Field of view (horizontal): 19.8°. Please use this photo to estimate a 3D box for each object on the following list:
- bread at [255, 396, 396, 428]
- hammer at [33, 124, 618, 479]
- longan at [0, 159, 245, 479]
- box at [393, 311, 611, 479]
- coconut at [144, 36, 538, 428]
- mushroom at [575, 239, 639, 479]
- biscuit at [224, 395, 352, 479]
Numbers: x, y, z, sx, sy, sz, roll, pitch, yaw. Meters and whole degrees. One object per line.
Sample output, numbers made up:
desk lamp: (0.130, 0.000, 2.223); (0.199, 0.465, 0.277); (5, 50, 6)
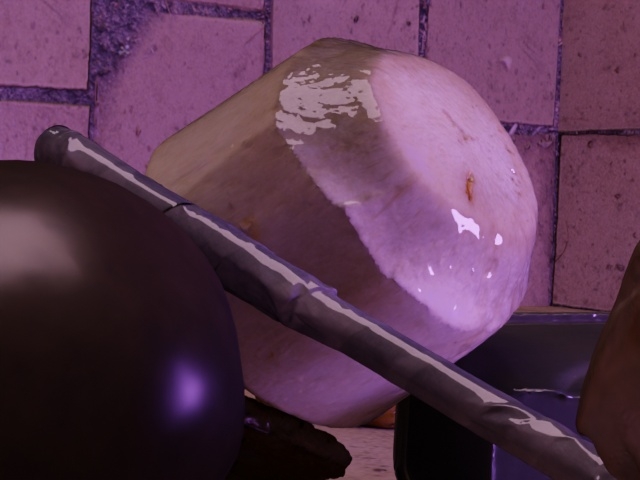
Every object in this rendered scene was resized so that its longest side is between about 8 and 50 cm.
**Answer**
bread: (0.051, 0.123, 1.666); (0.236, 0.070, 0.236); (1, 1, 0)
hammer: (0.011, 0.048, 0.868); (0.427, 0.152, 0.044); (27, 57, 34)
longan: (-0.153, 0.064, 0.818); (0.246, 0.215, 0.246); (20, -8, 3)
box: (0.192, 0.121, 1.068); (0.274, 0.138, 0.178); (0, 8, -9)
coconut: (0.000, 0.000, 1.030); (0.222, 0.202, 0.202); (-36, -22, 33)
mushroom: (0.247, 0.064, 0.619); (0.290, 0.292, 0.292); (-10, 5, -17)
biscuit: (-0.104, 0.098, 1.038); (0.231, 0.025, 0.131); (25, -30, -25)
